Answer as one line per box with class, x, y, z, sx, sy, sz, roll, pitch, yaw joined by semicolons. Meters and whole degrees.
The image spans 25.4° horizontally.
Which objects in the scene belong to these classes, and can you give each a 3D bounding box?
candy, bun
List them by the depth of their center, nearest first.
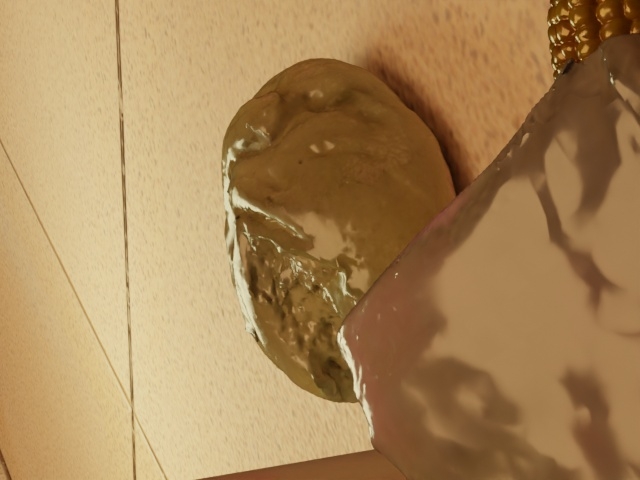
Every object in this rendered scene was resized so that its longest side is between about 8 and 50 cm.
candy;0.127;0.040;0.475;0.185;0.137;0.195;56;133;15
bun;0.000;0.000;0.883;0.237;0.116;0.210;-137;38;-57

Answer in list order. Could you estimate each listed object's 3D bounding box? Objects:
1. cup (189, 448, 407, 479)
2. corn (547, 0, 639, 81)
cup;0.024;0.220;0.742;0.253;0.274;0.253;168;90;-70
corn;0.137;-0.029;0.587;0.068;0.068;0.207;180;78;-68
